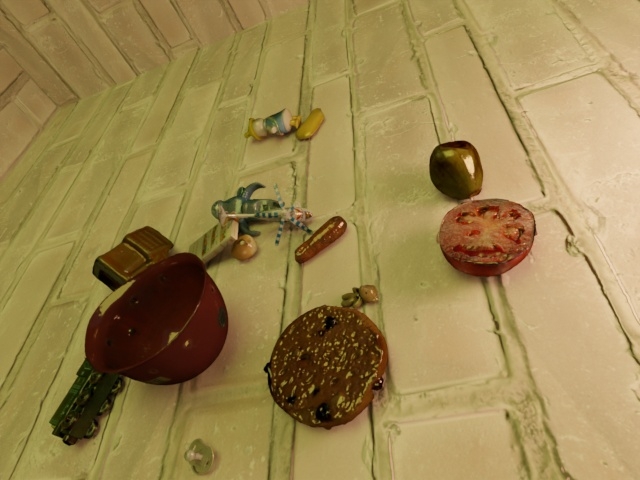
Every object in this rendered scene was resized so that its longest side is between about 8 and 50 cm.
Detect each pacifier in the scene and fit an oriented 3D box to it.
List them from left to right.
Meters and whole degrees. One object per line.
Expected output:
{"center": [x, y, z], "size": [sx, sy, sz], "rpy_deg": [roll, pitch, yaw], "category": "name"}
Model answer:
{"center": [-0.274, 0.476, 0.989], "size": [0.083, 0.064, 0.068], "rpy_deg": [17, 78, 39], "category": "pacifier"}

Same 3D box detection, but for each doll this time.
{"center": [-0.197, -0.462, 1.803], "size": [0.241, 0.099, 0.135], "rpy_deg": [-11, 69, 22], "category": "doll"}
{"center": [0.097, 0.142, 1.124], "size": [0.093, 0.051, 0.061], "rpy_deg": [-38, 34, 37], "category": "doll"}

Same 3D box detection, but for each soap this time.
{"center": [-0.035, -0.450, 1.747], "size": [0.089, 0.033, 0.168], "rpy_deg": [14, 58, 35], "category": "soap"}

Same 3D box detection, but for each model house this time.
{"center": [-0.585, 0.078, 1.488], "size": [0.268, 0.173, 0.239], "rpy_deg": [35, 54, 13], "category": "model house"}

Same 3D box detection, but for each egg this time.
{"center": [-0.236, 0.024, 1.388], "size": [0.083, 0.071, 0.071], "rpy_deg": [-35, 42, 10], "category": "egg"}

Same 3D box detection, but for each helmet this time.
{"center": [-0.381, 0.232, 1.155], "size": [0.385, 0.230, 0.337], "rpy_deg": [-14, 43, 29], "category": "helmet"}

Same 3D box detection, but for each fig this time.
{"center": [0.369, -0.186, 1.217], "size": [0.144, 0.154, 0.166], "rpy_deg": [-17, 73, -7], "category": "fig"}

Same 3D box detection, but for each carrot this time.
{"center": [0.000, 0.000, 1.290], "size": [0.186, 0.060, 0.060], "rpy_deg": [-41, 43, -7], "category": "carrot"}

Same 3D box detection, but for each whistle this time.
{"center": [-0.250, -0.100, 1.496], "size": [0.269, 0.093, 0.180], "rpy_deg": [-4, 73, 26], "category": "whistle"}

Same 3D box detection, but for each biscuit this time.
{"center": [0.014, 0.275, 1.008], "size": [0.296, 0.075, 0.296], "rpy_deg": [-17, 48, 20], "category": "biscuit"}

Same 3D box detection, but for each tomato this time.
{"center": [0.388, -0.003, 1.055], "size": [0.225, 0.085, 0.225], "rpy_deg": [-16, 41, 15], "category": "tomato"}

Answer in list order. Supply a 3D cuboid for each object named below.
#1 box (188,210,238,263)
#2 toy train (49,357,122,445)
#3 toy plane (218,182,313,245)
{"center": [-0.347, 0.007, 1.445], "size": [0.220, 0.032, 0.122], "rpy_deg": [-34, 38, 24], "category": "box"}
{"center": [-0.634, 0.429, 1.219], "size": [0.137, 0.090, 0.225], "rpy_deg": [-5, 48, 35], "category": "toy train"}
{"center": [-0.164, -0.067, 1.388], "size": [0.273, 0.182, 0.107], "rpy_deg": [-18, 0, 6], "category": "toy plane"}
